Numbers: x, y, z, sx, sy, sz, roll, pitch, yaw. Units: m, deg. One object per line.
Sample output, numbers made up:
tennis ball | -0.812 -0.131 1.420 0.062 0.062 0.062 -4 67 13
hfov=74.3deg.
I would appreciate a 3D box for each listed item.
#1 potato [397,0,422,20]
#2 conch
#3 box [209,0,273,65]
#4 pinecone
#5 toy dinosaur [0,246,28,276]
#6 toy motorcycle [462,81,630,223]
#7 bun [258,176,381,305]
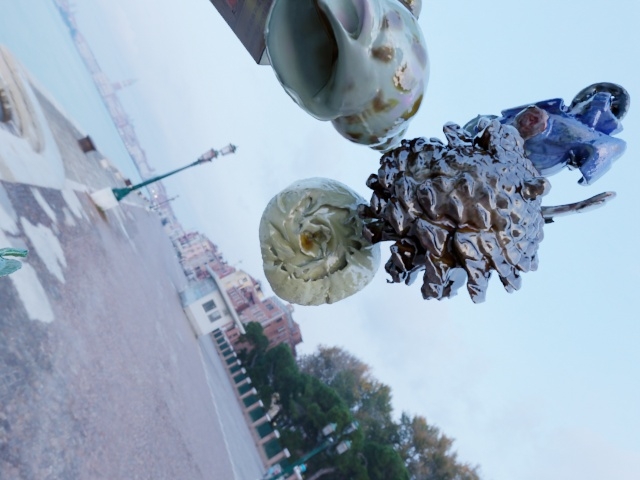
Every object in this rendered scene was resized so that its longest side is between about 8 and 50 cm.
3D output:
potato | 0.218 -0.693 1.182 0.172 0.089 0.100 41 -1 30
conch | 0.062 -0.286 0.735 0.197 0.249 0.368 -97 164 -63
box | -0.135 -0.493 0.844 0.240 0.071 0.159 56 -41 14
pinecone | 0.207 -0.039 0.680 0.242 0.296 0.298 52 40 -59
toy dinosaur | -0.305 0.028 0.377 0.119 0.060 0.029 -138 -130 -63
toy motorcycle | 0.437 -0.161 0.843 0.319 0.182 0.241 -10 -80 30
bun | 0.000 0.000 0.811 0.259 0.259 0.152 62 -2 5
